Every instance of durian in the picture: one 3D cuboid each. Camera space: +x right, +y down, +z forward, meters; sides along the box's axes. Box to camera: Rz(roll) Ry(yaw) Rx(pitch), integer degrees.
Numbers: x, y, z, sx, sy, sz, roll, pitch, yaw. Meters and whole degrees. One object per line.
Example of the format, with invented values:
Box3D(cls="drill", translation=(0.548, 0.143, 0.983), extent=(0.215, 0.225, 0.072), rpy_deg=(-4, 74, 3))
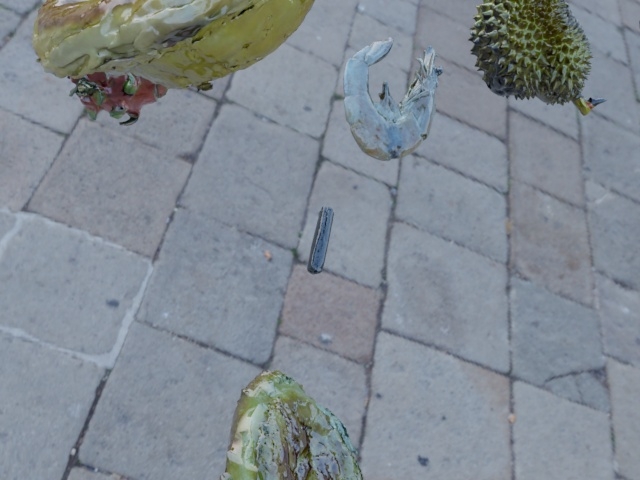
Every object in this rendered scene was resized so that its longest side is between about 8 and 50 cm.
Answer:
Box3D(cls="durian", translation=(0.299, -0.261, 1.072), extent=(0.138, 0.193, 0.237), rpy_deg=(-37, 99, -1))

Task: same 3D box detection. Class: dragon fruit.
Box3D(cls="dragon fruit", translation=(-0.267, -0.273, 1.108), extent=(0.236, 0.135, 0.137), rpy_deg=(-41, 87, -5))

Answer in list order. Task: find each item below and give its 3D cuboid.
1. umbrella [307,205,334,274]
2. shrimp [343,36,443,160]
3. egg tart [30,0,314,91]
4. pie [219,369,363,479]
Box3D(cls="umbrella", translation=(-0.001, 0.000, 1.381), extent=(0.031, 0.036, 0.133), rpy_deg=(30, 67, -45))
Box3D(cls="shrimp", translation=(0.161, -0.323, 1.595), extent=(0.247, 0.085, 0.360), rpy_deg=(48, 55, -21))
Box3D(cls="egg tart", translation=(-0.095, -0.213, 0.609), extent=(0.116, 0.295, 0.294), rpy_deg=(55, 35, -36))
Box3D(cls="pie", translation=(-0.038, 0.352, 1.033), extent=(0.288, 0.103, 0.354), rpy_deg=(40, 41, -48))
